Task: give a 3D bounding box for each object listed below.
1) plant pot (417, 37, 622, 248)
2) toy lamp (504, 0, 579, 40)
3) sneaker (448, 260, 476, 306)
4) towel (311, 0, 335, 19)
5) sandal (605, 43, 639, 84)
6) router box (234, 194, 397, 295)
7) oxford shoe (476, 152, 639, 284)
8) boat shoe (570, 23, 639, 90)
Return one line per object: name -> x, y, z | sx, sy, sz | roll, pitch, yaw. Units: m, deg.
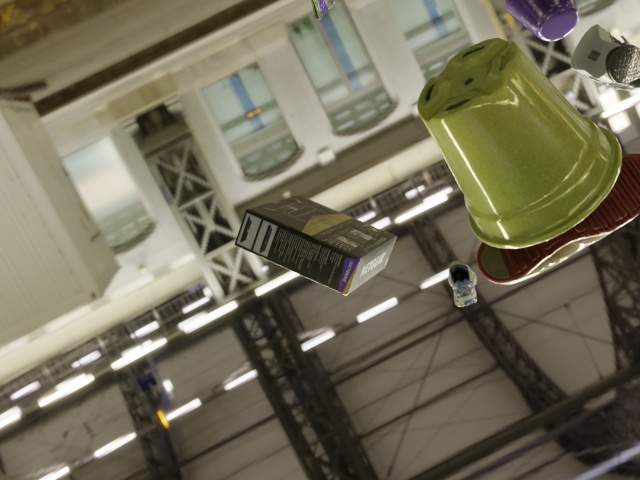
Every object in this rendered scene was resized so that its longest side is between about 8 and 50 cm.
plant pot -> 0.295, -0.170, 1.398 | 0.276, 0.254, 0.276 | -31, -149, 21
toy lamp -> 0.222, -0.339, 1.023 | 0.080, 0.274, 0.080 | -13, 144, -10
sneaker -> 0.259, 0.064, 1.602 | 0.052, 0.058, 0.135 | -15, -155, 6
towel -> 0.003, -0.396, 1.413 | 0.009, 0.060, 0.083 | 1, -148, 23
sandal -> 0.540, -0.311, 1.522 | 0.179, 0.067, 0.040 | -12, -146, -40
router box -> 0.000, 0.000, 1.768 | 0.243, 0.081, 0.309 | 23, -165, 14
oxford shoe -> 0.434, -0.036, 1.530 | 0.348, 0.123, 0.130 | -29, 162, 12
boat shoe -> 0.639, -0.395, 1.921 | 0.113, 0.105, 0.306 | -61, -170, 16
